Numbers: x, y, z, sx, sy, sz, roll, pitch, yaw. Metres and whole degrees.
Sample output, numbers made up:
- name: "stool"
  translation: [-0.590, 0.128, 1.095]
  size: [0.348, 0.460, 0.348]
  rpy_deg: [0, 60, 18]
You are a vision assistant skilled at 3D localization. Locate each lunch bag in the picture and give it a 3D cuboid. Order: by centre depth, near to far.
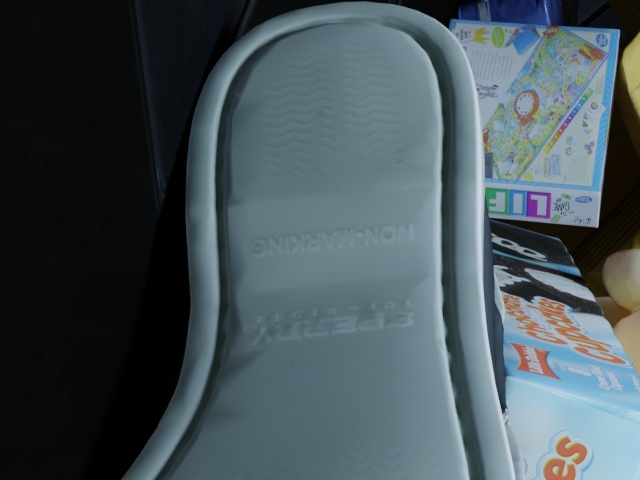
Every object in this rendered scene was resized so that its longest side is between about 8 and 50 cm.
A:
- name: "lunch bag"
  translation: [0.122, -0.133, 1.174]
  size: [0.098, 0.065, 0.067]
  rpy_deg: [-51, 129, -71]

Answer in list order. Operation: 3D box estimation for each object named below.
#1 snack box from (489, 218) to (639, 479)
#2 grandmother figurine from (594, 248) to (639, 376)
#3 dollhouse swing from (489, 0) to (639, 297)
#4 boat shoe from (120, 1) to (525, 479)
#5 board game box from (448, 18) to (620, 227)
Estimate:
- name: "snack box"
  translation: [0.064, 0.108, 0.750]
  size: [0.322, 0.060, 0.187]
  rpy_deg: [-82, -173, -80]
- name: "grandmother figurine"
  translation: [0.127, 0.178, 0.731]
  size: [0.208, 0.104, 0.342]
  rpy_deg: [84, 15, -67]
- name: "dollhouse swing"
  translation: [0.187, -0.163, 1.288]
  size: [0.315, 0.305, 0.347]
  rpy_deg: [-44, 179, -14]
- name: "boat shoe"
  translation: [0.003, 0.068, 0.467]
  size: [0.091, 0.114, 0.302]
  rpy_deg: [76, 22, -46]
- name: "board game box"
  translation: [0.115, -0.071, 1.047]
  size: [0.154, 0.103, 0.026]
  rpy_deg: [-73, 165, -47]
